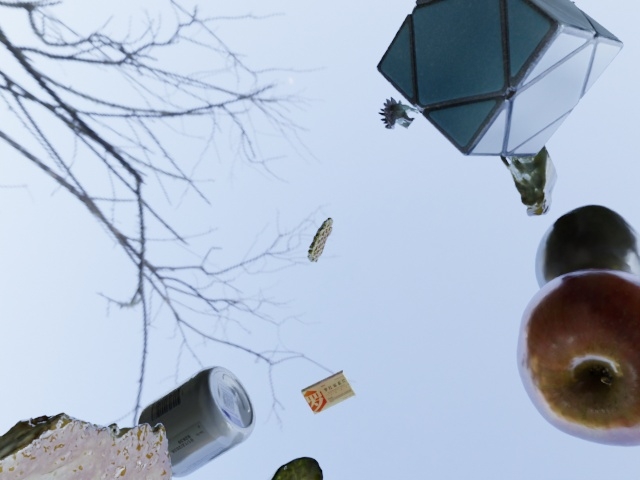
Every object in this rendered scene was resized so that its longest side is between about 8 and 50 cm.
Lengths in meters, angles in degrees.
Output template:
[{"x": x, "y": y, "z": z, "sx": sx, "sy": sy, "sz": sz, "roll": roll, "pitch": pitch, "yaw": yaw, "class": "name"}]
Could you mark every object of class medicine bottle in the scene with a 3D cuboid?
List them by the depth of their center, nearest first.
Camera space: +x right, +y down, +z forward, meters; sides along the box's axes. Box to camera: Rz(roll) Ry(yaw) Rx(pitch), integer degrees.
[{"x": -0.225, "y": 0.308, "z": 1.085, "sx": 0.215, "sy": 0.135, "sz": 0.135, "roll": -34, "pitch": -132, "yaw": 15, "class": "medicine bottle"}]

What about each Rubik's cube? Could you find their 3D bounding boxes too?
[{"x": 0.245, "y": -0.254, "z": 0.925, "sx": 0.205, "sy": 0.207, "sz": 0.205, "roll": 53, "pitch": -53, "yaw": 28, "class": "Rubik's cube"}]

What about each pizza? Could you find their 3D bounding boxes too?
[{"x": -0.197, "y": 0.199, "z": 0.528, "sx": 0.056, "sy": 0.271, "sz": 0.134, "roll": 19, "pitch": -99, "yaw": 36, "class": "pizza"}]

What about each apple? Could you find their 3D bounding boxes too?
[{"x": 0.398, "y": 0.151, "z": 0.911, "sx": 0.242, "sy": 0.241, "sz": 0.242, "roll": 10, "pitch": -72, "yaw": 35, "class": "apple"}]

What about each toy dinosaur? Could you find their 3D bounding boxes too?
[{"x": 0.168, "y": -0.274, "z": 1.472, "sx": 0.039, "sy": 0.082, "sz": 0.209, "roll": -62, "pitch": 178, "yaw": 29, "class": "toy dinosaur"}]

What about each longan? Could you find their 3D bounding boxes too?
[{"x": 0.484, "y": 0.048, "z": 1.194, "sx": 0.196, "sy": 0.220, "sz": 0.196, "roll": -17, "pitch": -158, "yaw": 7, "class": "longan"}]

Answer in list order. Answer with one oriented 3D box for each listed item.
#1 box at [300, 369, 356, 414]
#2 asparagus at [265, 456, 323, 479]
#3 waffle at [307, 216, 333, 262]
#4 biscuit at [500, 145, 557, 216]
[{"x": 0.016, "y": 0.294, "z": 1.293, "sx": 0.093, "sy": 0.058, "sz": 0.015, "roll": -27, "pitch": -162, "yaw": 6, "class": "box"}, {"x": -0.094, "y": 0.457, "z": 1.125, "sx": 0.343, "sy": 0.082, "sz": 0.085, "roll": -53, "pitch": 180, "yaw": 42, "class": "asparagus"}, {"x": 0.000, "y": -0.001, "z": 1.173, "sx": 0.016, "sy": 0.078, "sz": 0.085, "roll": 25, "pitch": -95, "yaw": 12, "class": "waffle"}, {"x": 0.354, "y": -0.206, "z": 1.226, "sx": 0.078, "sy": 0.335, "sz": 0.329, "roll": -24, "pitch": -164, "yaw": 21, "class": "biscuit"}]
